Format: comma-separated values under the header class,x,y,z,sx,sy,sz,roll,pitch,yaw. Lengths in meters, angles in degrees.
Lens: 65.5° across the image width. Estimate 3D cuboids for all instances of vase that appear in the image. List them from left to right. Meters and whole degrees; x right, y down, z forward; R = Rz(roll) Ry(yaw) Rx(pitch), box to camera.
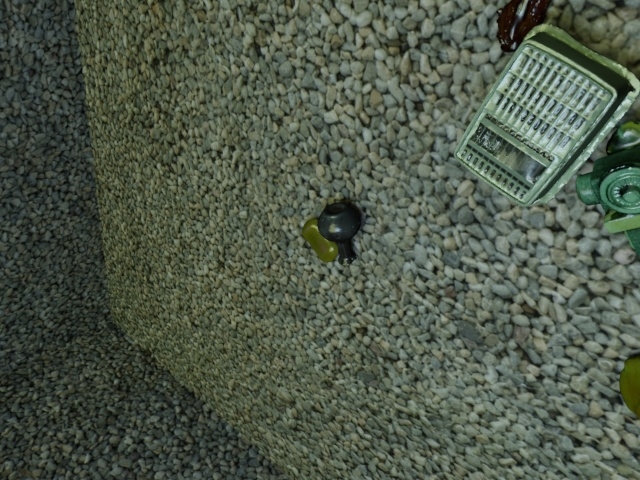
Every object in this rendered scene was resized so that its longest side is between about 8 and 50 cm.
class,x,y,z,sx,sy,sz,roll,pitch,yaw
vase,0.060,-0.012,1.379,0.120,0.120,0.182,13,132,37

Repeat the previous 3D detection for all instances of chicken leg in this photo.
class,x,y,z,sx,sy,sz,roll,pitch,yaw
chicken leg,0.380,-0.453,0.918,0.093,0.053,0.204,47,132,35

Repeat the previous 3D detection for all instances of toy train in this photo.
class,x,y,z,sx,sy,sz,roll,pitch,yaw
toy train,0.629,-0.087,0.771,0.397,0.160,0.253,-18,119,46

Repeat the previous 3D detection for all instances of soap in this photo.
class,x,y,z,sx,sy,sz,roll,pitch,yaw
soap,0.001,0.000,1.476,0.140,0.045,0.089,54,132,8

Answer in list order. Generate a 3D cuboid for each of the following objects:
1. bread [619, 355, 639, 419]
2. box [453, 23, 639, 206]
class,x,y,z,sx,sy,sz,roll,pitch,yaw
bread,0.752,0.280,0.892,0.384,0.112,0.166,-20,95,45
box,0.403,-0.220,0.921,0.221,0.166,0.290,42,132,19
